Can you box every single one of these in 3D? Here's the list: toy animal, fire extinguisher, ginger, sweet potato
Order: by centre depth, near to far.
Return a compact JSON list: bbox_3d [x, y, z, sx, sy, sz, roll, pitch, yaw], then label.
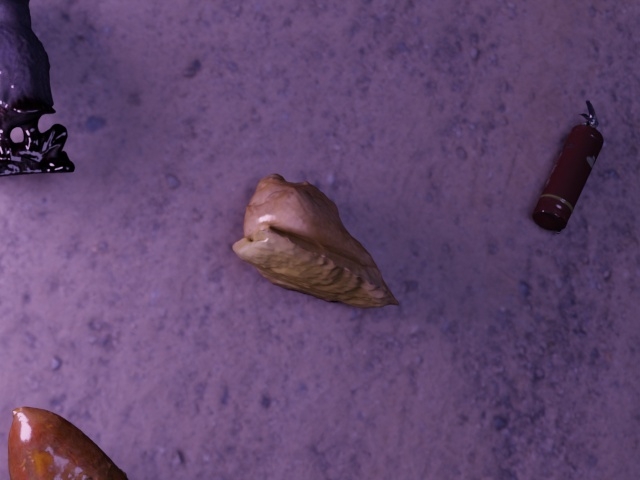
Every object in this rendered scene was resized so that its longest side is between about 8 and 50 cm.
[{"bbox_3d":[-0.196,0.328,1.572,0.109,0.109,0.385,-25,90,-28],"label":"sweet potato"},{"bbox_3d":[-0.312,-0.164,1.627,0.121,0.117,0.210,-7,83,-20],"label":"toy animal"},{"bbox_3d":[0.003,0.003,1.747,0.193,0.115,0.122,30,50,-28],"label":"ginger"},{"bbox_3d":[0.298,-0.085,1.937,0.064,0.043,0.158,50,59,-41],"label":"fire extinguisher"}]
